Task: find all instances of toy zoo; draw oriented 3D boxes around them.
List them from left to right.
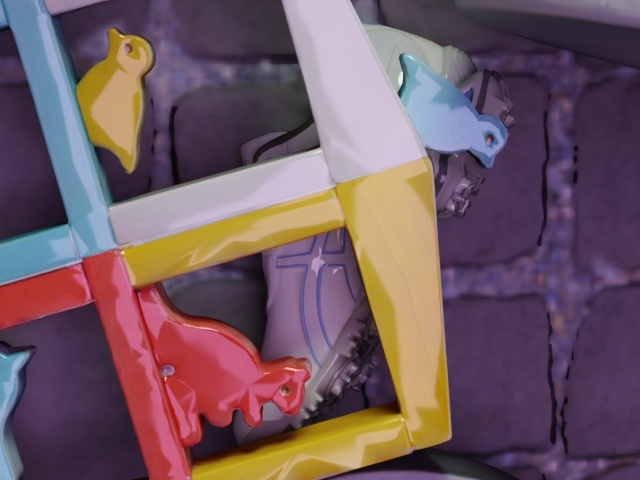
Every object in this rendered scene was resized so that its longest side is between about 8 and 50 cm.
[{"bbox_3d":[-0.078,0.004,0.538,0.293,0.030,0.192,-16,96,0],"label":"toy zoo"}]

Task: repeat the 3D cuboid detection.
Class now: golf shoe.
[{"bbox_3d":[0.000,0.000,0.599,0.086,0.069,0.176,29,90,9],"label":"golf shoe"}]

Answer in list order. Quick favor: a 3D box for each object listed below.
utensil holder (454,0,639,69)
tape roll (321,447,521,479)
[{"bbox_3d":[0.227,-0.228,0.490,0.328,0.327,0.385,12,96,-17],"label":"utensil holder"},{"bbox_3d":[0.026,0.189,0.584,0.219,0.072,0.219,0,89,0],"label":"tape roll"}]
